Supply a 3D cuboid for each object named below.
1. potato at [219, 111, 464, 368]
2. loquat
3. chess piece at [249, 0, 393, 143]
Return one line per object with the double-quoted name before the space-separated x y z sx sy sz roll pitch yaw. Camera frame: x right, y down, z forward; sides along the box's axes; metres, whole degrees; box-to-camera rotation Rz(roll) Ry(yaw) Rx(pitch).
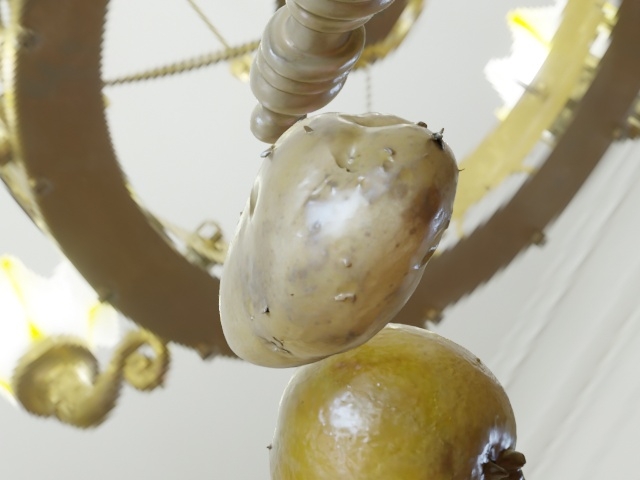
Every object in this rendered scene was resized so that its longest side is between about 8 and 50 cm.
"potato" 0.001 -0.004 1.118 0.128 0.235 0.161 26 -113 -14
"loquat" 0.087 0.219 1.798 0.275 0.275 0.275 -16 -55 -25
"chess piece" -0.011 -0.196 1.687 0.124 0.139 0.307 18 -38 -8
